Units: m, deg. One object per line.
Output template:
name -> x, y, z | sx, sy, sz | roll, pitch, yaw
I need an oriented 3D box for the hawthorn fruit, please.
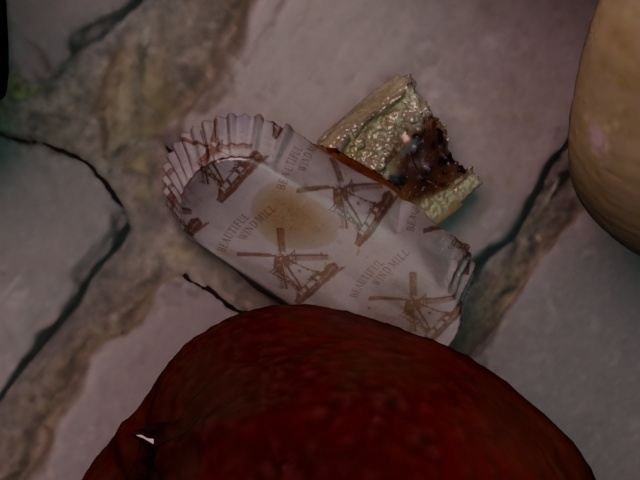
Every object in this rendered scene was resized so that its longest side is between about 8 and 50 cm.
hawthorn fruit -> 0.026, 0.176, 0.619 | 0.307, 0.265, 0.265 | 24, 90, -24

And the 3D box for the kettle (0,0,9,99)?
kettle -> -0.277, -0.138, 0.520 | 0.271, 0.251, 0.207 | -5, 69, -10

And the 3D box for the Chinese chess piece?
Chinese chess piece -> 0.236, -0.102, 0.661 | 0.257, 0.104, 0.257 | -37, 143, -35

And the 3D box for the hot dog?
hot dog -> 0.000, 0.000, 0.675 | 0.192, 0.053, 0.099 | 31, 114, -16

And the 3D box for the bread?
bread -> 0.044, -0.044, 0.705 | 0.070, 0.035, 0.083 | -36, 110, -9
